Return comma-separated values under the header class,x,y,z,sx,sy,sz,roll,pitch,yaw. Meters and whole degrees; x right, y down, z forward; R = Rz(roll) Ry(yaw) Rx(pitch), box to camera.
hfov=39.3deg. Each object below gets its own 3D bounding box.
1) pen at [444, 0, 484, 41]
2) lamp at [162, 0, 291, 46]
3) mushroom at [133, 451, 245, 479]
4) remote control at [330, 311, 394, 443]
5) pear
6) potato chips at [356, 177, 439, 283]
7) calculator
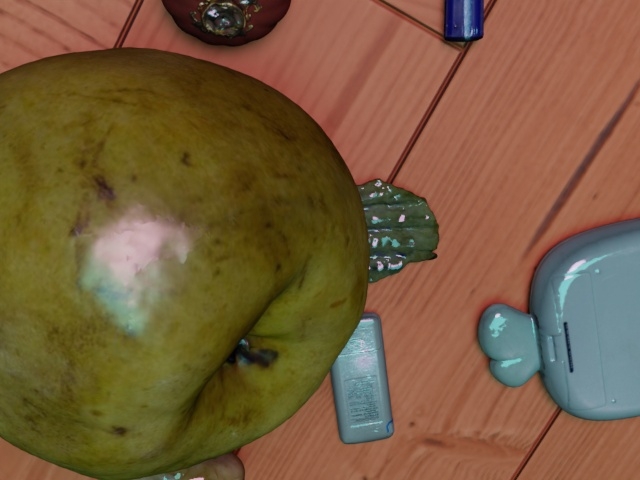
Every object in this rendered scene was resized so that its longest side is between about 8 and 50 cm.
class,x,y,z,sx,sy,sz,roll,pitch,yaw
pen,0.110,-0.290,0.686,0.033,0.033,0.269,-3,106,-3
lamp,-0.070,-0.192,0.670,0.101,0.090,0.101,-3,145,-2
mushroom,-0.196,0.313,0.808,0.122,0.095,0.351,38,100,7
remote control,0.035,0.125,0.805,0.053,0.018,0.125,-9,106,-1
pear,-0.132,0.008,0.624,0.303,0.304,0.304,-1,106,-4
potato chips,0.000,0.000,0.763,0.207,0.028,0.092,-10,105,-3
calculator,0.287,0.070,0.796,0.295,0.042,0.184,-13,106,-2
